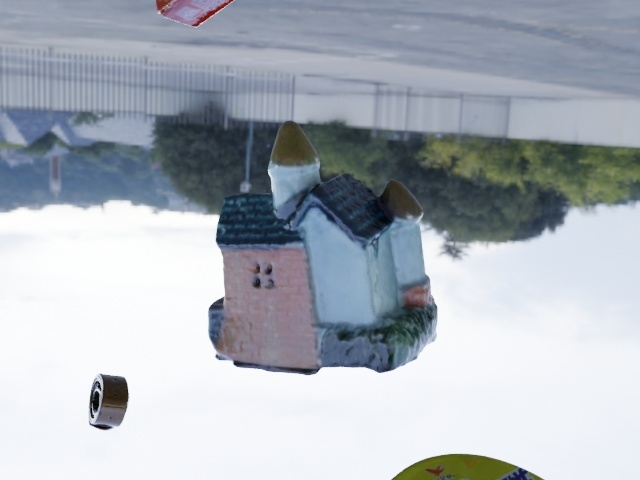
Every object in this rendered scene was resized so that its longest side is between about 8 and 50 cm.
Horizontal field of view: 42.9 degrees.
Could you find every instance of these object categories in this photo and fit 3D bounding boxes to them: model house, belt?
[{"bbox_3d":[0.000,0.000,0.950,0.253,0.291,0.184,3,-160,26],"label":"model house"},{"bbox_3d":[-0.236,0.180,0.910,0.036,0.059,0.083,12,177,-22],"label":"belt"}]

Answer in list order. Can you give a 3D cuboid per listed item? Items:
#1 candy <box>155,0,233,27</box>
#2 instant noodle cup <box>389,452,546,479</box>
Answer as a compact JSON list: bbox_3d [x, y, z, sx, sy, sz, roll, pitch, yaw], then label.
[{"bbox_3d":[-0.090,-0.221,0.581,0.062,0.122,0.038,-23,160,36],"label":"candy"},{"bbox_3d":[0.128,0.321,0.700,0.213,0.174,0.213,6,-147,-4],"label":"instant noodle cup"}]
